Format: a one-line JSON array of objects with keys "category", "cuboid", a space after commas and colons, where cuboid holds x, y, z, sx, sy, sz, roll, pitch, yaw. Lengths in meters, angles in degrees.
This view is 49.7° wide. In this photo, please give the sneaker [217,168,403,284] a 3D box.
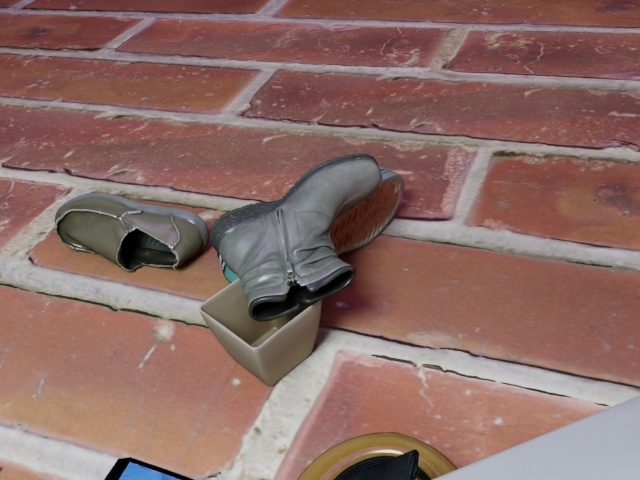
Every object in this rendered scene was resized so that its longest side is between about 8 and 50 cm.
[{"category": "sneaker", "cuboid": [-0.014, -0.030, 0.996, 0.302, 0.108, 0.121, -33, 49, -26]}]

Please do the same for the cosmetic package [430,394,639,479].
[{"category": "cosmetic package", "cuboid": [0.285, 0.219, 0.498, 0.385, 0.156, 0.217, -16, 8, -16]}]

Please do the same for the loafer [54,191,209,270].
[{"category": "loafer", "cuboid": [-0.297, -0.010, 1.036, 0.251, 0.094, 0.087, 4, 36, 15]}]

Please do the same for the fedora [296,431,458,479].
[{"category": "fedora", "cuboid": [0.054, 0.274, 0.627, 0.194, 0.079, 0.194, -7, 45, 7]}]

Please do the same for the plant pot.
[{"category": "plant pot", "cuboid": [-0.066, 0.110, 0.841, 0.109, 0.096, 0.109, -35, 45, -30]}]

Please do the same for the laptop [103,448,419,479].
[{"category": "laptop", "cuboid": [-0.084, 0.244, 0.502, 0.264, 0.136, 0.234, -35, 16, 32]}]

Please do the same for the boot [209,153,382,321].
[{"category": "boot", "cuboid": [0.000, 0.000, 0.838, 0.246, 0.083, 0.161, -28, 49, -14]}]
